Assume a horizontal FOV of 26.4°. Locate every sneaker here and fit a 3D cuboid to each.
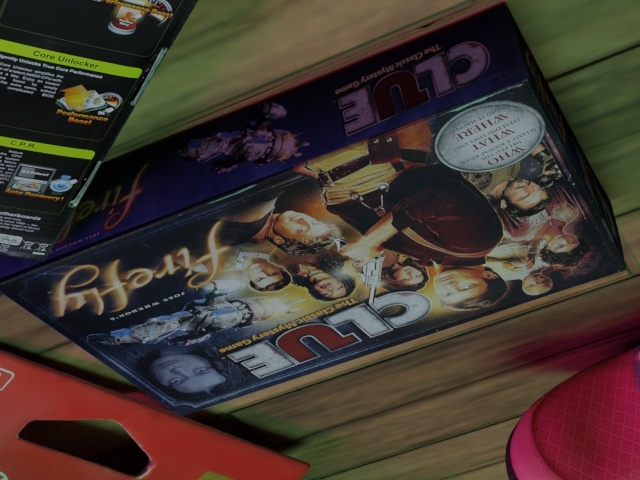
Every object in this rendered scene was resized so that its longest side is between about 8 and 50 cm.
[{"bbox_3d":[0.245,0.058,0.732,0.314,0.116,0.136,-17,137,1],"label":"sneaker"}]

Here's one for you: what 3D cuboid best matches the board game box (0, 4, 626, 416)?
[{"bbox_3d":[0.000,0.000,0.618,0.243,0.042,0.165,-20,146,17],"label":"board game box"}]

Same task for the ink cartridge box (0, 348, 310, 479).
[{"bbox_3d":[-0.182,0.192,0.774,0.296,0.066,0.261,28,117,-39],"label":"ink cartridge box"}]

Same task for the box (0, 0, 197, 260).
[{"bbox_3d":[-0.159,-0.070,0.474,0.191,0.045,0.184,10,140,-25],"label":"box"}]
